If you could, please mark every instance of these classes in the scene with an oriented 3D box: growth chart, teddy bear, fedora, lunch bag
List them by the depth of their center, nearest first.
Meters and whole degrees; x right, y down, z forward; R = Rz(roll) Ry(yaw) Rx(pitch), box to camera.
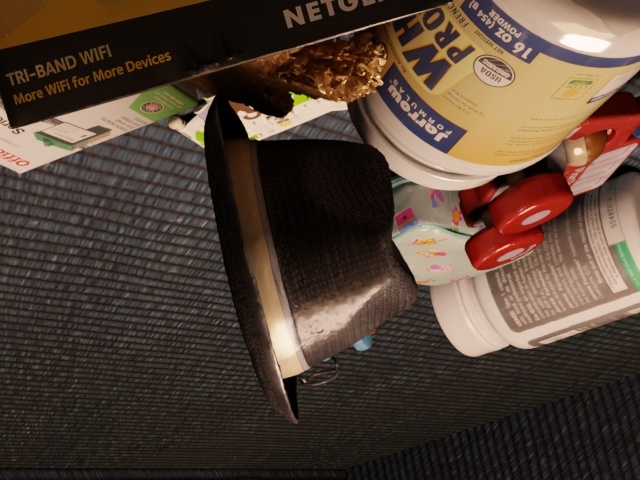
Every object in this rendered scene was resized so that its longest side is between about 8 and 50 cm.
[{"bbox_3d":[-0.060,-0.204,0.995,0.245,0.113,0.338,20,172,16],"label":"teddy bear"},{"bbox_3d":[0.000,0.000,1.087,0.153,0.334,0.334,-14,160,2],"label":"fedora"},{"bbox_3d":[-0.054,-0.154,1.359,0.237,0.021,0.172,-21,157,24],"label":"growth chart"},{"bbox_3d":[0.148,-0.012,1.721,0.279,0.107,0.224,11,156,-43],"label":"lunch bag"}]

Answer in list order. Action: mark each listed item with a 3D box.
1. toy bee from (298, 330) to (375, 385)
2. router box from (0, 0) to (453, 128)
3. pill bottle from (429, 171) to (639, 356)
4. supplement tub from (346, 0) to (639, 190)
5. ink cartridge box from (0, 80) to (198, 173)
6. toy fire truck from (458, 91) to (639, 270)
[{"bbox_3d":[0.026,0.118,2.004,0.195,0.162,0.298,-18,-175,-3],"label":"toy bee"},{"bbox_3d":[-0.090,-0.231,0.791,0.309,0.243,0.081,-15,-171,10],"label":"router box"},{"bbox_3d":[0.363,0.048,1.858,0.361,0.204,0.204,-23,157,31],"label":"pill bottle"},{"bbox_3d":[0.162,-0.194,1.051,0.228,0.228,0.316,-3,158,-21],"label":"supplement tub"},{"bbox_3d":[-0.253,-0.156,1.140,0.219,0.092,0.160,-19,158,20],"label":"ink cartridge box"},{"bbox_3d":[0.284,-0.104,1.481,0.254,0.169,0.302,-20,163,-14],"label":"toy fire truck"}]
